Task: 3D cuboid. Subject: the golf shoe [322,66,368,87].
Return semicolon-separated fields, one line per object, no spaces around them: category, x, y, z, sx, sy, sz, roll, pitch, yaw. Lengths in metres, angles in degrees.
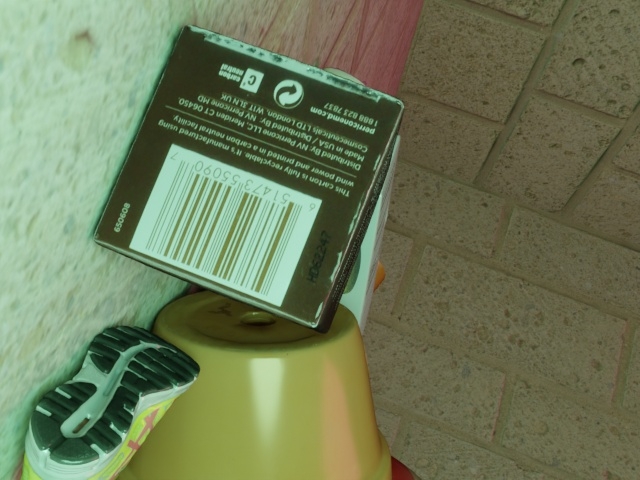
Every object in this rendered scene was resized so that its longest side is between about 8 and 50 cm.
golf shoe;-0.001;-0.123;1.232;0.140;0.115;0.306;-56;161;-32

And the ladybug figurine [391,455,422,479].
ladybug figurine;-0.014;0.360;0.952;0.305;0.162;0.449;-35;-177;0

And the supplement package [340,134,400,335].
supplement package;0.000;0.000;0.911;0.134;0.139;0.244;-69;168;-53

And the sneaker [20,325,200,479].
sneaker;-0.166;0.137;0.608;0.094;0.081;0.208;-63;171;20

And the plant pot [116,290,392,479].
plant pot;-0.065;0.171;0.800;0.291;0.290;0.204;-55;149;-72

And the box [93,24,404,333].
box;-0.045;-0.034;0.622;0.203;0.168;0.167;77;34;-83

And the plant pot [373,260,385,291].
plant pot;-0.004;0.085;1.605;0.188;0.205;0.205;-51;170;-17
